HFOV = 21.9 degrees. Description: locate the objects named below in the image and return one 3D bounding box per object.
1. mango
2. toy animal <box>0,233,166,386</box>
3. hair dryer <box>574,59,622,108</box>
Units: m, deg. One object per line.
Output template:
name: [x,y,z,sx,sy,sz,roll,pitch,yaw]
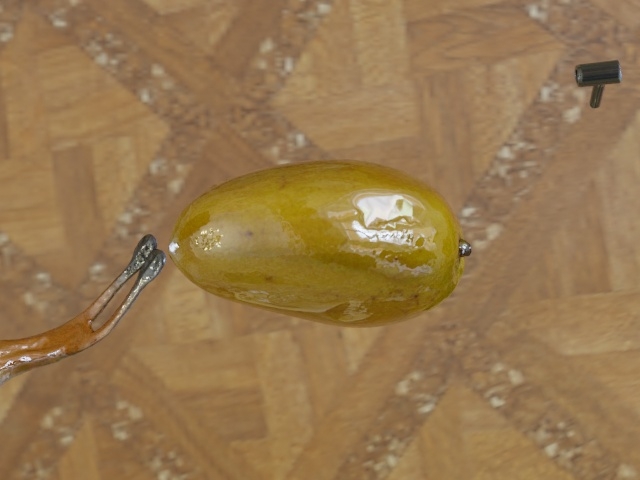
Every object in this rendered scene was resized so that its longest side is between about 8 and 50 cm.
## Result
mango: [0.000,0.000,0.619,0.080,0.114,0.060,156,120,-71]
toy animal: [-0.341,0.111,1.708,0.225,0.284,0.302,56,131,40]
hair dryer: [0.296,-0.166,1.784,0.047,0.083,0.026,-5,68,2]
